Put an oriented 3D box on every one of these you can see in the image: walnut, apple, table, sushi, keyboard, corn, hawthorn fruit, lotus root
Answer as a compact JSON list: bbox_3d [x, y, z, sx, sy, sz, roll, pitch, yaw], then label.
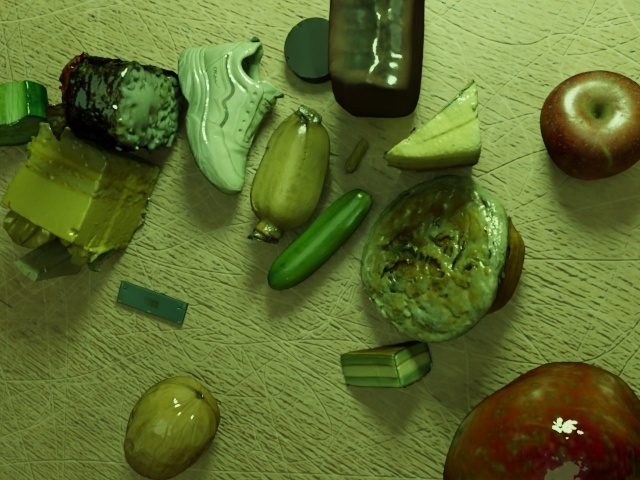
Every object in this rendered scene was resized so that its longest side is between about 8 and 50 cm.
[{"bbox_3d":[0.341,0.050,1.187,0.116,0.116,0.207,21,95,12],"label":"walnut"},{"bbox_3d":[0.514,-0.212,1.124,0.201,0.162,0.201,-3,78,13],"label":"apple"},{"bbox_3d":[-0.011,-0.412,1.296,0.134,0.043,0.133,0,90,12],"label":"table"},{"bbox_3d":[-0.416,-0.279,1.241,0.182,0.343,0.196,5,102,11],"label":"sushi"},{"bbox_3d":[-0.324,0.407,1.295,0.195,0.195,0.221,33,102,11],"label":"walnut"},{"bbox_3d":[-0.395,0.145,1.401,0.176,0.014,0.055,17,95,12],"label":"keyboard"},{"bbox_3d":[0.076,-0.179,1.287,0.027,0.028,0.083,30,93,-5],"label":"corn"},{"bbox_3d":[0.406,0.426,1.058,0.403,0.403,0.402,0,90,13],"label":"hawthorn fruit"},{"bbox_3d":[-0.064,-0.134,1.266,0.146,0.131,0.303,22,95,35],"label":"lotus root"}]

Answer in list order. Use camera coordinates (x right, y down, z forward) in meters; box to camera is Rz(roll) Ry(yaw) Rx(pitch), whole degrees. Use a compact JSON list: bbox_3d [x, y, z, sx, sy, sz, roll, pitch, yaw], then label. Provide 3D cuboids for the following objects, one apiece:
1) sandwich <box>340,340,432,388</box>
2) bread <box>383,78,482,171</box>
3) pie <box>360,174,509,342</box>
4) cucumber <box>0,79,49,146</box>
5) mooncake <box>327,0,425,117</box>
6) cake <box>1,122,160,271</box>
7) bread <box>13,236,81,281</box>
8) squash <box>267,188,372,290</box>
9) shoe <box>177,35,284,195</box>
[{"bbox_3d":[0.140,0.264,1.280,0.163,0.114,0.079,-15,87,47],"label":"sandwich"},{"bbox_3d":[0.212,-0.205,1.145,0.178,0.240,0.135,-4,89,12],"label":"bread"},{"bbox_3d":[0.221,0.032,1.173,0.339,0.077,0.338,-9,76,40],"label":"pie"},{"bbox_3d":[-0.731,-0.300,1.402,0.191,0.191,0.130,-8,90,13],"label":"cucumber"},{"bbox_3d":[0.104,-0.388,1.139,0.174,0.333,0.325,6,132,14],"label":"mooncake"},{"bbox_3d":[-0.539,-0.088,1.329,0.228,0.222,0.285,25,96,14],"label":"cake"},{"bbox_3d":[-0.614,0.028,1.383,0.077,0.152,0.105,34,102,10],"label":"bread"},{"bbox_3d":[0.000,0.001,1.277,0.292,0.082,0.082,-44,81,8],"label":"squash"},{"bbox_3d":[-0.178,-0.277,1.289,0.211,0.132,0.341,-13,84,15],"label":"shoe"}]
